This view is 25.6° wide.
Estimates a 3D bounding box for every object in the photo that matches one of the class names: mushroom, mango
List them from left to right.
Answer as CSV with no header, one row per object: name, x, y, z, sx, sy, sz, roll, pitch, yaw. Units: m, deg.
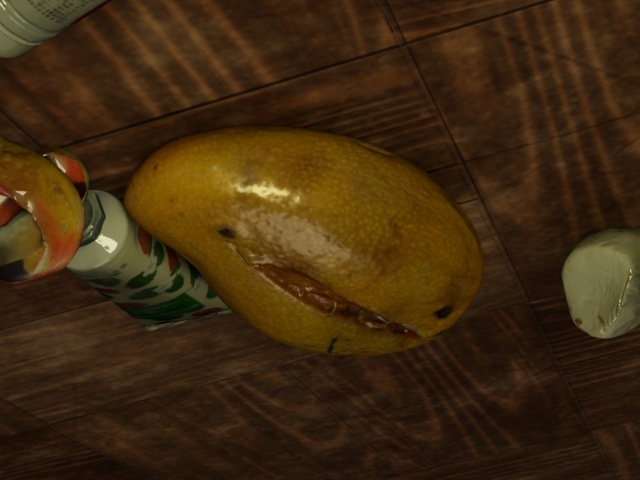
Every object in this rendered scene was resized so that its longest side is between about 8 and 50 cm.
mango,0.002,0.006,0.998,0.177,0.120,0.295,-29,149,32
mushroom,0.292,0.037,1.215,0.081,0.092,0.223,-27,159,37

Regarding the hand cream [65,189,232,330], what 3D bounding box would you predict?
hand cream,-0.137,0.025,1.072,0.095,0.059,0.276,-13,160,11

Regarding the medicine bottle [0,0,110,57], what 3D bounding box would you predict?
medicine bottle,-0.137,-0.137,0.714,0.091,0.058,0.058,-25,151,29

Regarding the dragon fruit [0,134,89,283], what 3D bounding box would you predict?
dragon fruit,-0.266,-0.047,0.641,0.307,0.227,0.243,23,-179,-1
